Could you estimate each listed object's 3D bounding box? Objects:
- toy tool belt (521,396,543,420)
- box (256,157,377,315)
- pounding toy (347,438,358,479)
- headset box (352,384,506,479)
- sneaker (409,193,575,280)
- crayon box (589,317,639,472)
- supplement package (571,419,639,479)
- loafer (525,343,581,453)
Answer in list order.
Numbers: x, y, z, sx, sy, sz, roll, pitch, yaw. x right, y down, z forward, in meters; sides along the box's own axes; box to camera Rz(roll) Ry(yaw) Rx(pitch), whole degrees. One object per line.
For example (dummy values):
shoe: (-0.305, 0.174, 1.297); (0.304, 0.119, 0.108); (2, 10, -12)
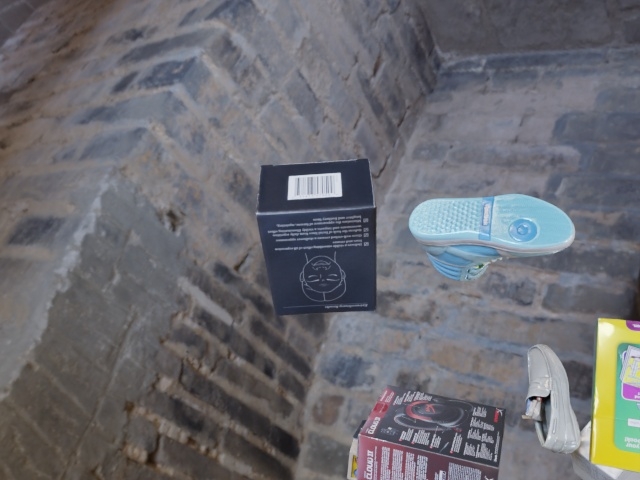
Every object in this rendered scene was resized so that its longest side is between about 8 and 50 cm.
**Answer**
toy tool belt: (0.592, 0.466, 1.594); (0.051, 0.083, 0.052); (-9, 118, 31)
box: (0.000, 0.000, 1.558); (0.294, 0.212, 0.395); (-3, 133, 2)
pounding toy: (0.152, 0.631, 1.611); (0.141, 0.100, 0.130); (9, 117, 13)
headset box: (0.215, 0.408, 1.158); (0.293, 0.110, 0.218); (7, -165, 19)
sneaker: (0.361, 0.008, 1.191); (0.319, 0.127, 0.208); (7, 151, 30)
crayon box: (0.773, 0.342, 1.201); (0.363, 0.313, 0.106); (4, 166, 23)
supplement package: (0.855, 0.619, 1.663); (0.149, 0.194, 0.203); (36, 160, 47)
loafer: (0.639, 0.438, 1.617); (0.111, 0.319, 0.112); (12, 137, -15)
